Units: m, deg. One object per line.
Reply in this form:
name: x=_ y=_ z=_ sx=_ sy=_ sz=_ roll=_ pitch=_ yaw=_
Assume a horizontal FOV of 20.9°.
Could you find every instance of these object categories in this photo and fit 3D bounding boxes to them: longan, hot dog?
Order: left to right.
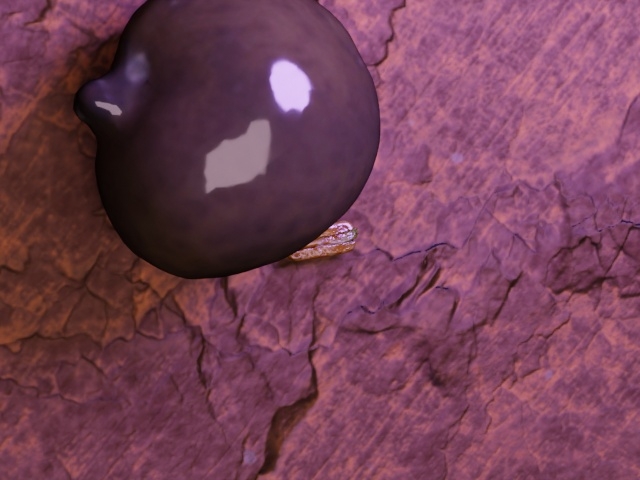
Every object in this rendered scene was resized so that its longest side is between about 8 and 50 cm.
longan: x=-0.092 y=-0.106 z=1.651 sx=0.300 sy=0.243 sz=0.300 roll=2 pitch=86 yaw=-24
hot dog: x=0.000 y=0.000 z=1.850 sx=0.083 sy=0.021 sz=0.037 roll=-8 pitch=91 yaw=-15
